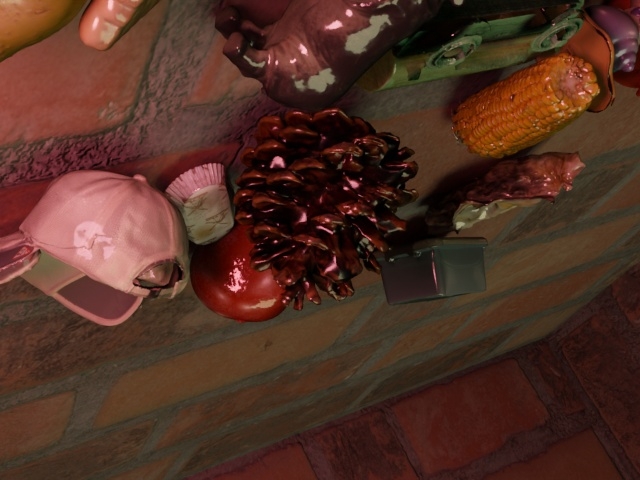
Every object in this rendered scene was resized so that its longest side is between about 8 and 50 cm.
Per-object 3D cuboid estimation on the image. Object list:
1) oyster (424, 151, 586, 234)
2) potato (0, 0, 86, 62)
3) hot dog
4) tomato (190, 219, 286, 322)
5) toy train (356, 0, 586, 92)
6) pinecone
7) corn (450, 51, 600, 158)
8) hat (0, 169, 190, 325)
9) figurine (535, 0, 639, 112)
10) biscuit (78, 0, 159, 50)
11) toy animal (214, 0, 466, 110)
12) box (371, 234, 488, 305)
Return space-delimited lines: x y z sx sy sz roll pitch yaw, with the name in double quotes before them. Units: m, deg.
"oyster" 0.317 -0.083 1.693 0.271 0.100 0.275 -26 -177 -20
"potato" -0.240 -0.206 0.643 0.200 0.137 0.154 -34 159 17
"hot dog" -0.158 -0.048 1.242 0.099 0.053 0.192 -25 162 -6
"tomato" -0.116 0.040 1.370 0.167 0.167 0.167 -25 159 -10
"toy train" 0.176 -0.242 1.102 0.307 0.126 0.189 -16 157 -31
"pinecone" 0.003 -0.046 1.192 0.243 0.243 0.257 -3 106 -49
"corn" 0.280 -0.182 1.295 0.115 0.115 0.318 -23 -178 -15
"hat" -0.286 0.007 1.089 0.275 0.161 0.232 -12 156 26
"figurine" 0.439 -0.290 1.290 0.257 0.181 0.208 -23 121 -18
"biscuit" -0.058 -0.287 0.680 0.325 0.044 0.217 -42 -167 34
"toy animal" 0.064 -0.250 0.902 0.343 0.106 0.168 -28 134 14
"box" 0.222 0.052 1.822 0.162 0.130 0.227 -14 171 37
